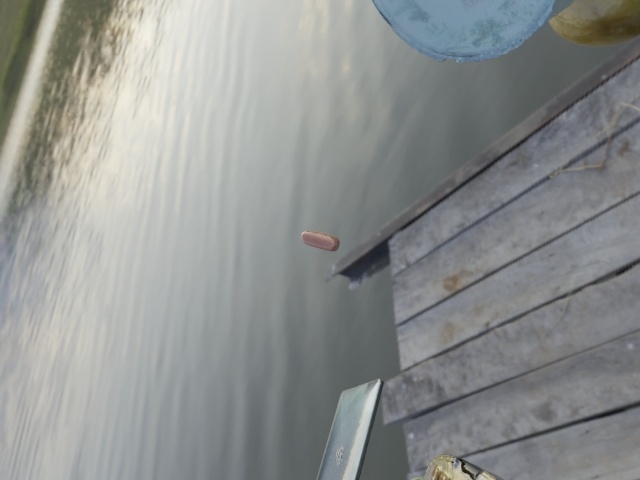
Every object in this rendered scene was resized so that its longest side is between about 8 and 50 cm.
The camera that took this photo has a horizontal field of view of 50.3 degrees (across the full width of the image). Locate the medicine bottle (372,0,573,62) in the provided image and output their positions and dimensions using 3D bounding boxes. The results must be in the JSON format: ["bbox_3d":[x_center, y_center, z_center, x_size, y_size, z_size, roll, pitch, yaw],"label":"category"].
[{"bbox_3d":[0.183,-0.331,0.718,0.245,0.245,0.290,-45,7,43],"label":"medicine bottle"}]

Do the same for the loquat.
[{"bbox_3d":[0.424,-0.394,0.994,0.213,0.213,0.213,-39,43,48],"label":"loquat"}]

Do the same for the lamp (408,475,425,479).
[{"bbox_3d":[0.195,0.534,1.398,0.091,0.163,0.090,-7,73,25],"label":"lamp"}]

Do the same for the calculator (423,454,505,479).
[{"bbox_3d":[0.113,0.245,0.490,0.236,0.033,0.157,180,101,-76],"label":"calculator"}]

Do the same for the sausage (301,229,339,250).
[{"bbox_3d":[0.000,0.000,1.409,0.083,0.034,0.034,16,89,23],"label":"sausage"}]

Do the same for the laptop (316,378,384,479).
[{"bbox_3d":[0.039,0.385,1.214,0.188,0.015,0.268,-41,27,61],"label":"laptop"}]
